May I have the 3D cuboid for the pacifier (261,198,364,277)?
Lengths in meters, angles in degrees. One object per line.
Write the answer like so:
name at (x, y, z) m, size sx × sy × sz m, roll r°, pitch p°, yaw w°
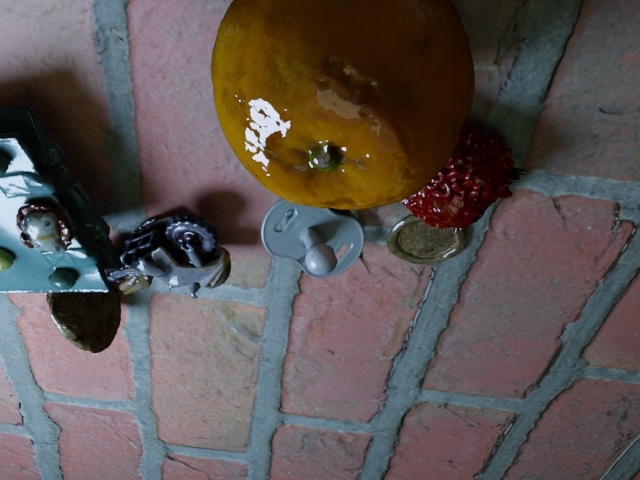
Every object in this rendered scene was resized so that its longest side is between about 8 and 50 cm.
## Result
pacifier at (0.000, 0.000, 1.075) m, size 0.150 × 0.117 × 0.127 m, roll 38°, pitch 104°, yaw -27°

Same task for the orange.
orange at (0.020, -0.157, 0.803) m, size 0.261 × 0.261 × 0.261 m, roll 3°, pitch 139°, yaw 3°

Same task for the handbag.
handbag at (-0.428, -0.033, 1.046) m, size 0.274 × 0.100 × 0.269 m, roll 1°, pitch 132°, yaw 21°

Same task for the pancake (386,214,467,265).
pancake at (0.149, -0.001, 1.132) m, size 0.114 × 0.011 × 0.115 m, roll 4°, pitch 140°, yaw 3°

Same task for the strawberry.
strawberry at (0.132, -0.079, 0.988) m, size 0.208 × 0.087 × 0.167 m, roll 24°, pitch 137°, yaw -17°

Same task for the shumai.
shumai at (-0.368, 0.112, 1.242) m, size 0.139 × 0.123 × 0.105 m, roll 21°, pitch 149°, yaw -36°

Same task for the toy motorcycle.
toy motorcycle at (-0.219, 0.034, 1.152) m, size 0.229 × 0.094 × 0.130 m, roll -20°, pitch 135°, yaw 33°
